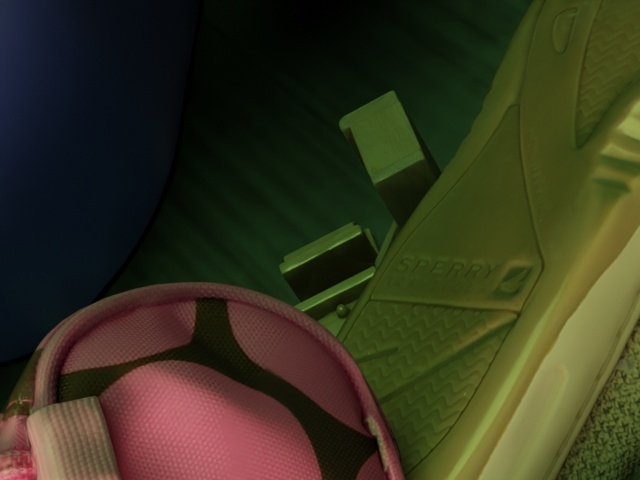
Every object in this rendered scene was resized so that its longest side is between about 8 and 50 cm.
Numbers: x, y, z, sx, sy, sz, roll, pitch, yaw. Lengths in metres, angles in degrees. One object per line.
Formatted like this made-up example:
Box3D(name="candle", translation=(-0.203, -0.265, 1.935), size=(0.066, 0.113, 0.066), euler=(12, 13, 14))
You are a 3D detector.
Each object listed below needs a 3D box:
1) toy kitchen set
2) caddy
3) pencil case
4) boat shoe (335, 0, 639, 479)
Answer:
Box3D(name="toy kitchen set", translation=(0.000, 0.000, 0.522), size=(0.083, 0.075, 0.068), euler=(-28, 41, 7))
Box3D(name="caddy", translation=(-0.183, -0.100, 0.653), size=(0.241, 0.179, 0.341), euler=(-14, 45, 19))
Box3D(name="pencil case", translation=(-0.076, 0.084, 0.416), size=(0.209, 0.098, 0.095), euler=(-39, 45, 42))
Box3D(name="boat shoe", translation=(0.098, -0.016, 0.460), size=(0.103, 0.092, 0.285), euler=(8, 59, 54))
